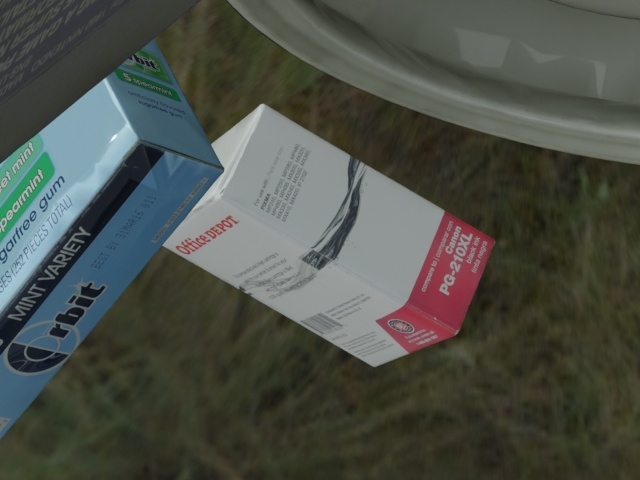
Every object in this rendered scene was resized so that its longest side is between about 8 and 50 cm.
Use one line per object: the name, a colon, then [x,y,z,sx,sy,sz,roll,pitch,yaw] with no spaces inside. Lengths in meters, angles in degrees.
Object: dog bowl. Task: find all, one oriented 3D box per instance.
dog bowl: [0.155,-0.165,0.987,0.408,0.408,0.150,13,78,3]

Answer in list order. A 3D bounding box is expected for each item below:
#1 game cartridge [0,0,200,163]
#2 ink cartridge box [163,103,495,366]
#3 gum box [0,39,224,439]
game cartridge: [-0.028,-0.126,0.431,0.068,0.355,0.230,42,136,2]
ink cartridge box: [0.000,0.000,1.654,0.237,0.172,0.100,30,67,-14]
gum box: [-0.124,-0.035,0.681,0.157,0.041,0.184,-49,48,22]
